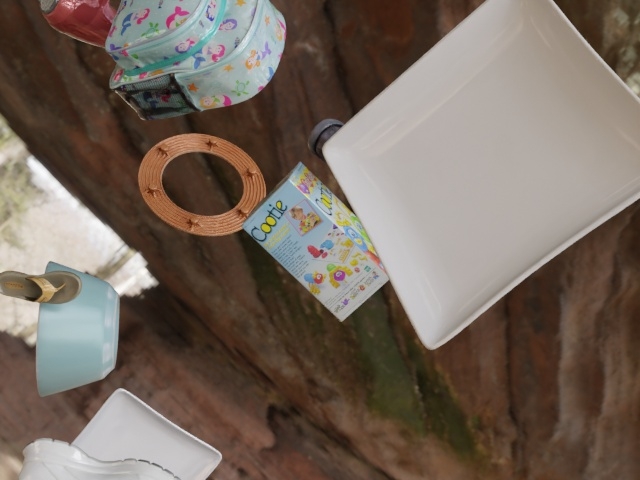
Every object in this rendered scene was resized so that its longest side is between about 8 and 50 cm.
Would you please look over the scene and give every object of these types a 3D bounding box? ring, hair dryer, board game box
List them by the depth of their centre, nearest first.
[{"bbox_3d":[-0.345,-0.409,1.423,0.293,0.223,0.080,86,-15,-54],"label":"hair dryer"},{"bbox_3d":[0.000,0.000,1.758,0.275,0.144,0.142,44,20,-8],"label":"board game box"},{"bbox_3d":[-0.306,-0.156,2.307,0.336,0.336,0.032,43,-36,14],"label":"ring"}]

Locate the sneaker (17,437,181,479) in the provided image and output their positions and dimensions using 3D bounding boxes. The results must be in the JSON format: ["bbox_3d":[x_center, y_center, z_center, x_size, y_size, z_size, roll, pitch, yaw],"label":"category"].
[{"bbox_3d":[-0.344,0.412,1.403,0.297,0.129,0.111,9,-37,5],"label":"sneaker"}]

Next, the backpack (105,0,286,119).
[{"bbox_3d":[-0.187,-0.312,1.345,0.253,0.225,0.191,-2,-32,21],"label":"backpack"}]

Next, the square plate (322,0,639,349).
[{"bbox_3d":[0.193,-0.098,1.038,0.049,0.344,0.347,29,28,-48],"label":"square plate"}]

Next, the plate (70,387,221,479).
[{"bbox_3d":[-0.388,0.462,1.782,0.278,0.277,0.045,40,2,-23],"label":"plate"}]

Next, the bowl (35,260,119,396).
[{"bbox_3d":[-0.552,0.205,2.031,0.163,0.312,0.311,3,-5,-9],"label":"bowl"}]

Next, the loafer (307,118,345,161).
[{"bbox_3d":[0.097,-0.149,1.750,0.302,0.109,0.095,19,19,-49],"label":"loafer"}]

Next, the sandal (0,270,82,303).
[{"bbox_3d":[-0.590,0.099,1.835,0.180,0.072,0.049,5,13,-7],"label":"sandal"}]
